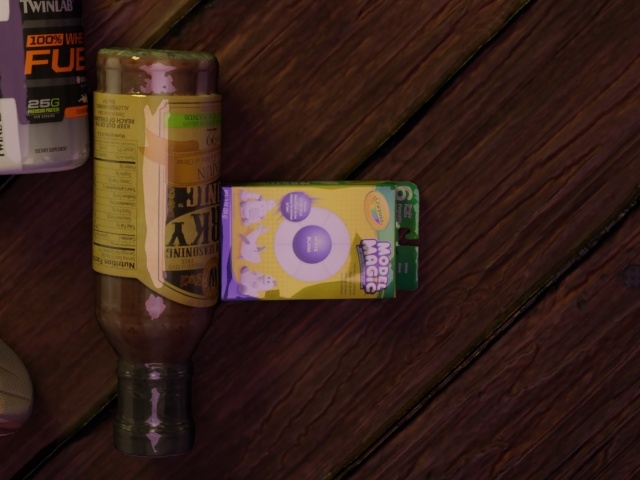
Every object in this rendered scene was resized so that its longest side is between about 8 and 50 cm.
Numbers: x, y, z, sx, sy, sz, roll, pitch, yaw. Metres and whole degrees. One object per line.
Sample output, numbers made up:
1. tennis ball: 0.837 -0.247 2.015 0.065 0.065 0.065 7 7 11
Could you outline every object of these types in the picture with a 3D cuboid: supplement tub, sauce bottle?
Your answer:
1. supplement tub: -0.252 -0.153 1.353 0.117 0.117 0.190 -4 99 -6
2. sauce bottle: -0.139 0.010 1.395 0.111 0.111 0.344 0 100 -6

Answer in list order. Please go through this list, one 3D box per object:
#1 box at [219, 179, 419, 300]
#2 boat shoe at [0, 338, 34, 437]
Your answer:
1. box: 0.000 0.000 1.441 0.179 0.043 0.105 -2 99 -8
2. boat shoe: -0.406 0.113 1.388 0.324 0.123 0.116 16 130 -17
